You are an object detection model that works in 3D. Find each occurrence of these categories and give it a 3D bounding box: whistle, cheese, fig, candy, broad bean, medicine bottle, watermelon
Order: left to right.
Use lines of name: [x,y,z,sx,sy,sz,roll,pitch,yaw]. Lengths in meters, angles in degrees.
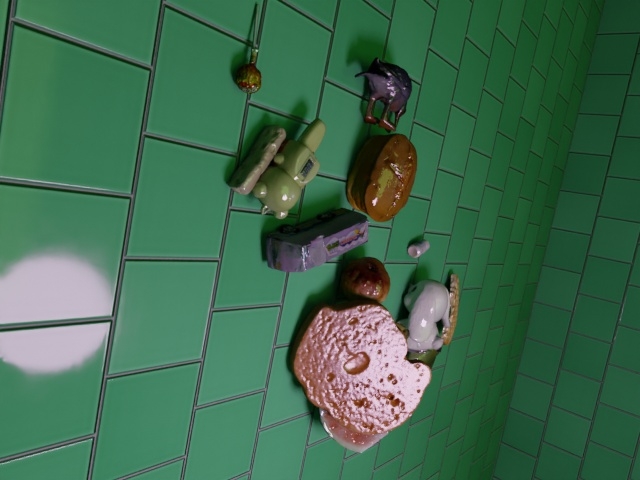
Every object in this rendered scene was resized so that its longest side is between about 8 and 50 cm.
candy: [-0.151,-0.426,1.136,0.060,0.061,0.200,10,87,-52]
cheese: [-0.146,-0.191,1.198,0.043,0.065,0.194,47,67,-40]
whistle: [-0.071,-0.181,1.261,0.131,0.106,0.288,47,66,-46]
watermelon: [0.090,0.505,1.636,0.305,0.180,0.224,56,37,-13]
fig: [0.137,0.164,1.639,0.159,0.159,0.257,-45,155,-33]
medicine bottle: [0.371,0.029,1.926,0.089,0.052,0.052,-26,121,-45]
broad bean: [0.414,0.484,2.103,0.169,0.100,0.227,16,91,-45]

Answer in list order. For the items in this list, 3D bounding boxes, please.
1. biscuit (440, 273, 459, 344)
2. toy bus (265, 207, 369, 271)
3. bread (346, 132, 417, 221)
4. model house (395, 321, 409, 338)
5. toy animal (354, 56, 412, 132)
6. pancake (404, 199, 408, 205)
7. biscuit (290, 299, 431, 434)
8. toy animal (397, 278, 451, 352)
biscuit: [0.576,0.316,2.241,0.204,0.040,0.308,51,50,-61]
toy bus: [0.000,0.000,1.386,0.317,0.138,0.112,-25,119,-47]
bread: [0.192,-0.192,1.544,0.195,0.143,0.269,27,87,-47]
model house: [0.179,0.371,1.736,0.234,0.175,0.193,93,23,-71]
toy animal: [0.194,-0.429,1.499,0.185,0.122,0.298,-62,147,-9]
pancake: [0.269,-0.169,1.755,0.152,0.025,0.151,-19,116,-45]
biscuit: [0.112,0.378,1.531,0.350,0.078,0.455,-37,101,-9]
toy animal: [0.398,0.299,1.955,0.249,0.174,0.289,-44,134,-34]
